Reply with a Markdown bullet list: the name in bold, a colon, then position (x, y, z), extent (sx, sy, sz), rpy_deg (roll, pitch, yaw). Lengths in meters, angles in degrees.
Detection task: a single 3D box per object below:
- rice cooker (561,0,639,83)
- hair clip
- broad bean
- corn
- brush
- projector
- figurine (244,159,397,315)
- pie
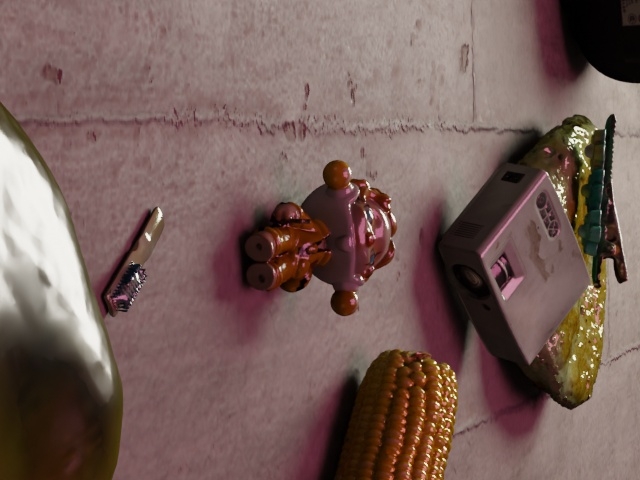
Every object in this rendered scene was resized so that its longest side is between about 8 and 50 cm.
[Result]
- **rice cooker**: position (0.396, -0.298, 2.006), extent (0.267, 0.224, 0.267), rpy_deg (1, 90, -70)
- **hair clip**: position (0.272, -0.040, 1.745), extent (0.049, 0.049, 0.173), rpy_deg (29, 59, -65)
- **broad bean**: position (-0.173, 0.037, 0.715), extent (0.291, 0.119, 0.238), rpy_deg (60, 37, -50)
- **corn**: position (0.047, 0.189, 1.317), extent (0.081, 0.081, 0.248), rpy_deg (64, 33, -47)
- **brush**: position (-0.103, 0.011, 1.035), extent (0.083, 0.013, 0.016), rpy_deg (-67, 147, -47)
- **projector**: position (0.172, 0.021, 1.611), extent (0.115, 0.061, 0.147), rpy_deg (-51, 132, -27)
- **figurine**: position (0.000, 0.005, 1.232), extent (0.143, 0.068, 0.101), rpy_deg (-50, 132, -41)
- **pie**: position (0.244, 0.025, 1.834), extent (0.323, 0.070, 0.323), rpy_deg (1, 90, -70)
